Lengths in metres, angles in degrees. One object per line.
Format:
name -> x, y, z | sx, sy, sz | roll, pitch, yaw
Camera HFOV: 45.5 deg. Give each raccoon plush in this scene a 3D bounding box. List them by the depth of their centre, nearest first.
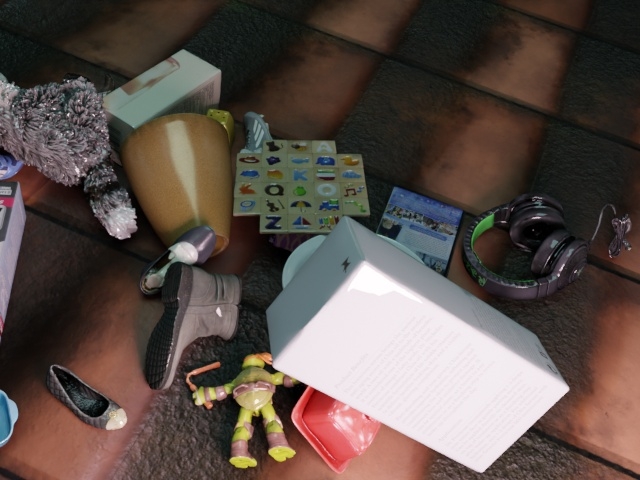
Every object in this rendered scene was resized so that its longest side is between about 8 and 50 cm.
raccoon plush -> -0.589, -0.188, 1.571 | 0.299, 0.216, 0.446 | -14, 52, -34

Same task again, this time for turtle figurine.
turtle figurine -> -0.102, 0.281, 1.355 | 0.270, 0.087, 0.217 | -6, 51, -7

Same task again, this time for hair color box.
hair color box -> -0.685, 0.052, 1.436 | 0.185, 0.113, 0.374 | 2, 49, -10

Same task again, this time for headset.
headset -> 0.514, 0.019, 1.722 | 0.394, 0.185, 0.243 | -17, 48, -5

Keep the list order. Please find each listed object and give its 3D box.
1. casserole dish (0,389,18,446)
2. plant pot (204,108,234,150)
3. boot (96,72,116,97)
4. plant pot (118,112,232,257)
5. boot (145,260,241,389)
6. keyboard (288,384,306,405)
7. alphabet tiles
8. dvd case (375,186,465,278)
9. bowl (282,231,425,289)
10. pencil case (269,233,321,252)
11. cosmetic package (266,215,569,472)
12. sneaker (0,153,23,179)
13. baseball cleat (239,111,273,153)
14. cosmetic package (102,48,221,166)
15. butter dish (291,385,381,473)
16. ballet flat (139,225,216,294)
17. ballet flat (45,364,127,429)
casserole dish -> -0.601, 0.316, 1.268 | 0.188, 0.037, 0.114 | -12, 52, -22
plant pot -> -0.248, -0.268, 1.829 | 0.081, 0.083, 0.081 | 9, 47, -3
boot -> -0.567, -0.371, 1.893 | 0.114, 0.037, 0.106 | -15, 51, -17
plant pot -> -0.280, -0.093, 1.592 | 0.237, 0.237, 0.254 | -9, 63, -19
boot -> -0.225, 0.168, 1.430 | 0.161, 0.083, 0.246 | 21, 75, -39
keyboard -> 0.033, 0.258, 1.448 | 0.192, 0.038, 0.100 | -15, 53, -22
alphabet tiles -> -0.044, -0.124, 1.664 | 0.285, 0.011, 0.342 | 0, 40, -3
dvd case -> 0.220, -0.010, 1.735 | 0.180, 0.022, 0.253 | 20, 48, 6
bowl -> 0.068, 0.127, 1.498 | 0.298, 0.134, 0.298 | 5, 42, -4
pencil case -> 0.000, 0.000, 1.637 | 0.206, 0.088, 0.086 | 19, 38, 4
cosmetic package -> 0.159, 0.182, 1.269 | 0.453, 0.230, 0.161 | 32, 20, -23
sneaker -> -0.714, -0.163, 1.658 | 0.144, 0.059, 0.053 | -31, 58, -33
baseball cleat -> -0.161, -0.232, 1.823 | 0.109, 0.072, 0.206 | -17, 53, -25
cosmetic package -> -0.379, -0.308, 1.795 | 0.129, 0.153, 0.296 | 33, 49, 16
butter dish -> 0.055, 0.299, 1.324 | 0.160, 0.118, 0.160 | 54, 48, -20
ballet flat -> -0.282, 0.046, 1.479 | 0.074, 0.203, 0.074 | 39, 31, -29
ballet flat -> -0.413, 0.277, 1.331 | 0.173, 0.049, 0.057 | 28, 50, 13
